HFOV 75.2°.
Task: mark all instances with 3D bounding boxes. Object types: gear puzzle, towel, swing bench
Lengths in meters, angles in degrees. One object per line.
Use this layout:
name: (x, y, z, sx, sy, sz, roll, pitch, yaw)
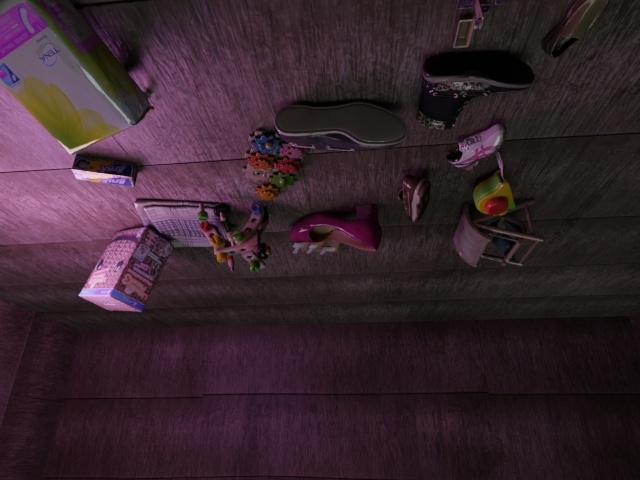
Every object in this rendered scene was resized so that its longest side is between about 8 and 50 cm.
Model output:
gear puzzle: (-0.151, -0.208, 1.276, 0.175, 0.044, 0.339, 7, 154, -15)
towel: (-0.513, -0.053, 1.589, 0.323, 0.056, 0.312, 3, 154, -4)
swing bench: (0.643, -0.015, 1.545, 0.254, 0.165, 0.253, -3, 155, 8)

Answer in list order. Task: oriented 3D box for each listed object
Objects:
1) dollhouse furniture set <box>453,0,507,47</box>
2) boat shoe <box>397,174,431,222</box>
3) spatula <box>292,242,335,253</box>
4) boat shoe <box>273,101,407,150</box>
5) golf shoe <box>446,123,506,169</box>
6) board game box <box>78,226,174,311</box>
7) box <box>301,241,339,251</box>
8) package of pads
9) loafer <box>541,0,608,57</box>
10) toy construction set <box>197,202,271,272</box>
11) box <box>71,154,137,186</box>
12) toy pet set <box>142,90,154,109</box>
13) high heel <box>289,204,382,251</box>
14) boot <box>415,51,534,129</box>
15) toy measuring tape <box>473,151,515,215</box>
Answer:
dollhouse furniture set: (0.310, -0.410, 0.810, 0.090, 0.081, 0.114, -2, 155, 5)
boat shoe: (0.308, -0.146, 1.387, 0.095, 0.095, 0.257, 29, 164, 18)
spatula: (-0.035, 0.040, 1.716, 0.168, 0.019, 0.242, 2, 169, -8)
boat shoe: (0.049, -0.285, 1.062, 0.334, 0.112, 0.095, 5, 172, 2)
golf shoe: (0.428, -0.258, 1.147, 0.085, 0.068, 0.186, 11, 153, -19)
board game box: (-0.742, 0.113, 1.602, 0.231, 0.291, 0.141, -6, 145, 35)
box: (0.000, 0.000, 1.742, 0.164, 0.021, 0.201, 1, 155, -3)
package of pads: (-0.526, -0.342, 0.846, 0.229, 0.101, 0.297, -12, 132, 24)
loafer: (0.506, -0.423, 0.821, 0.056, 0.050, 0.148, 5, 154, -12)
toy construction set: (-0.298, 0.033, 1.502, 0.257, 0.238, 0.309, -7, 154, -18)
box: (-0.651, -0.210, 1.262, 0.168, 0.054, 0.059, 6, 154, -14)
toy pet set: (-0.473, -0.353, 0.983, 0.122, 0.065, 0.114, 3, -171, 0)
high heel: (0.041, -0.011, 1.521, 0.376, 0.182, 0.127, -17, 141, 28)
boot: (0.342, -0.338, 0.964, 0.236, 0.085, 0.179, 5, 157, 4)
toy measuring tape: (0.521, -0.172, 1.290, 0.121, 0.122, 0.330, -14, 143, 27)
